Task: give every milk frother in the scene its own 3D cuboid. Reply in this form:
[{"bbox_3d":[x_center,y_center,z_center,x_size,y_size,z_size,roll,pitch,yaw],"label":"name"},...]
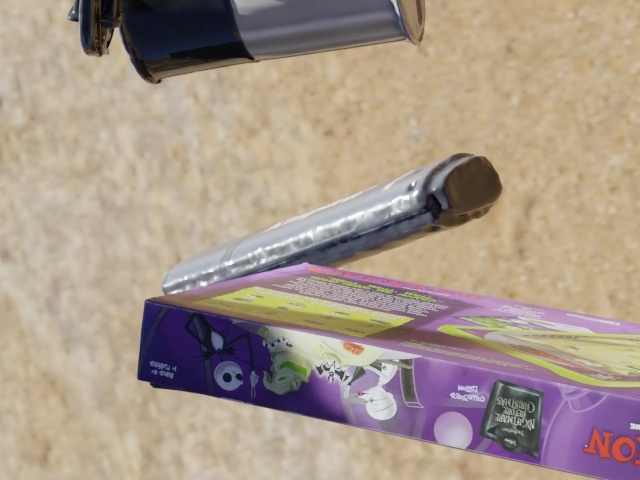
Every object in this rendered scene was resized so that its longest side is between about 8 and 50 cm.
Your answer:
[{"bbox_3d":[-0.033,-0.121,0.797,0.143,0.135,0.129,-81,-22,-49],"label":"milk frother"}]

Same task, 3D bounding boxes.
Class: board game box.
[{"bbox_3d":[0.109,0.068,0.879,0.347,0.208,0.056,10,102,22],"label":"board game box"}]

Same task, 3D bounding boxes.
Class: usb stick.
[{"bbox_3d":[0.000,0.000,1.180,0.278,0.077,0.045,-20,91,44],"label":"usb stick"}]
